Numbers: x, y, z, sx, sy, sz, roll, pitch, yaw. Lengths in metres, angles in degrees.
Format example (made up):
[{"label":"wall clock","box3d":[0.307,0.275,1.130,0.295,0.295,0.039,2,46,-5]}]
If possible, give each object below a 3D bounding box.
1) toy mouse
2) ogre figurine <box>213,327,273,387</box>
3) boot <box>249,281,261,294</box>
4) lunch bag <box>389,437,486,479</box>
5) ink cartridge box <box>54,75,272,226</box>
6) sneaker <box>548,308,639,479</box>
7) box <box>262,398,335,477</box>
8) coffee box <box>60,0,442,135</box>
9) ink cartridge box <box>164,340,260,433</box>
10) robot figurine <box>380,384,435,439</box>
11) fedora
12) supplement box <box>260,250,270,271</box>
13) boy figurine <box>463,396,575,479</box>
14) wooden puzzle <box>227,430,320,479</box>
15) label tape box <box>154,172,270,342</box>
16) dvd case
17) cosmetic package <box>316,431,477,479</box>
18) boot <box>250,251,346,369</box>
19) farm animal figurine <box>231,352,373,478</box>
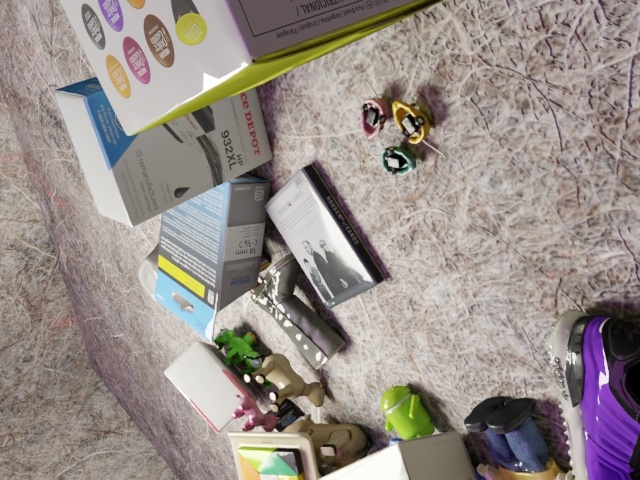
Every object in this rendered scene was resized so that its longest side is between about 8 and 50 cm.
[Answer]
[{"label":"toy mouse","box3d":[0.100,-0.148,0.870,0.161,0.031,0.143,54,147,9]},{"label":"ogre figurine","box3d":[-0.202,0.294,1.589,0.197,0.096,0.118,56,161,27]},{"label":"boot","box3d":[-0.118,0.094,1.360,0.106,0.037,0.114,35,146,12]},{"label":"lunch bag","box3d":[0.235,0.513,1.163,0.220,0.138,0.294,6,104,53]},{"label":"ink cartridge box","box3d":[-0.253,-0.193,1.061,0.129,0.307,0.223,17,129,44]},{"label":"sneaker","box3d":[0.376,0.224,0.727,0.146,0.102,0.294,-2,114,54]},{"label":"box","box3d":[-0.023,0.557,1.561,0.290,0.087,0.169,35,141,34]},{"label":"coffee box","box3d":[-0.087,-0.350,0.675,0.337,0.338,0.335,-4,113,55]},{"label":"ink cartridge box","box3d":[-0.272,0.378,1.614,0.207,0.117,0.283,46,171,8]},{"label":"robot figurine","box3d":[0.157,0.318,1.137,0.115,0.067,0.101,53,143,10]},{"label":"fedora","box3d":[-0.415,0.097,1.691,0.243,0.124,0.276,42,144,25]},{"label":"supplement box","box3d":[-0.157,0.036,1.351,0.083,0.055,0.043,57,147,6]},{"label":"boy figurine","box3d":[0.319,0.381,0.947,0.177,0.092,0.285,-14,101,54]},{"label":"wooden puzzle","box3d":[-0.095,0.524,1.328,0.220,0.044,0.239,-11,97,32]},{"label":"label tape box","box3d":[-0.235,0.006,1.292,0.240,0.105,0.334,27,115,41]},{"label":"dvd case","box3d":[0.000,0.000,1.125,0.239,0.029,0.179,58,146,3]},{"label":"cosmetic package","box3d":[0.113,0.451,1.106,0.309,0.160,0.113,-43,53,40]},{"label":"boot","box3d":[-0.031,0.143,1.248,0.208,0.076,0.190,48,135,13]},{"label":"farm animal figurine","box3d":[-0.029,0.432,1.395,0.326,0.172,0.331,13,109,28]}]
